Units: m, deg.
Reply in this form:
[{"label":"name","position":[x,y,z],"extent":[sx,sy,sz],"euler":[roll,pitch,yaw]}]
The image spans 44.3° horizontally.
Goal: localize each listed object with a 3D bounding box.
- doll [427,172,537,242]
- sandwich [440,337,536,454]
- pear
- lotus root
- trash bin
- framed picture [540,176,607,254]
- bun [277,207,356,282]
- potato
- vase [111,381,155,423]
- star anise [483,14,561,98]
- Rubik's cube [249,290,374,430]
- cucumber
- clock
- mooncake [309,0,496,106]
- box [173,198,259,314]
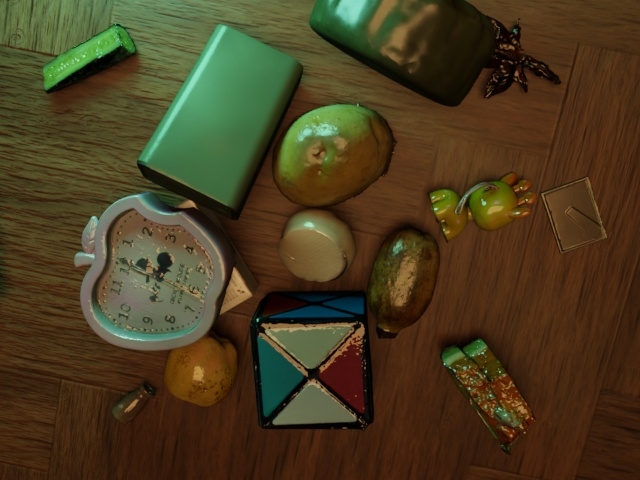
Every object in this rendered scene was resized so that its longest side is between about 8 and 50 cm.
[{"label":"doll","position":[0.353,-0.079,1.695],"extent":[0.221,0.143,0.135],"euler":[-17,128,12]},{"label":"sandwich","position":[0.387,0.341,1.742],"extent":[0.109,0.212,0.292],"euler":[-36,84,-5]},{"label":"pear","position":[-0.270,0.287,1.790],"extent":[0.178,0.178,0.178],"euler":[1,101,3]},{"label":"lotus root","position":[0.178,0.096,1.731],"extent":[0.145,0.128,0.260],"euler":[16,93,-1]},{"label":"trash bin","position":[-0.197,-0.244,1.626],"extent":[0.223,0.158,0.343],"euler":[27,83,-2]},{"label":"framed picture","position":[0.562,-0.055,1.740],"extent":[0.109,0.011,0.149],"euler":[-19,100,7]},{"label":"bun","position":[0.000,0.000,1.728],"extent":[0.173,0.120,0.172],"euler":[12,132,14]},{"label":"potato","position":[0.017,-0.182,1.648],"extent":[0.286,0.242,0.242],"euler":[-11,100,8]},{"label":"vase","position":[-0.442,0.385,1.867],"extent":[0.101,0.053,0.053],"euler":[-43,96,6]},{"label":"star anise","position":[0.391,-0.375,1.665],"extent":[0.157,0.053,0.212],"euler":[-36,99,8]},{"label":"Rubik's cube","position":[-0.013,0.254,1.716],"extent":[0.248,0.246,0.250],"euler":[-3,101,4]},{"label":"cucumber","position":[-0.508,-0.388,1.717],"extent":[0.211,0.062,0.078],"euler":[-26,65,14]},{"label":"clock","position":[-0.354,0.070,1.665],"extent":[0.339,0.102,0.338],"euler":[1,101,7]},{"label":"mooncake","position":[0.162,-0.414,1.520],"extent":[0.356,0.356,0.194],"euler":[28,99,-2]},{"label":"box","position":[-0.289,0.053,1.762],"extent":[0.194,0.111,0.260],"euler":[-30,99,9]}]
